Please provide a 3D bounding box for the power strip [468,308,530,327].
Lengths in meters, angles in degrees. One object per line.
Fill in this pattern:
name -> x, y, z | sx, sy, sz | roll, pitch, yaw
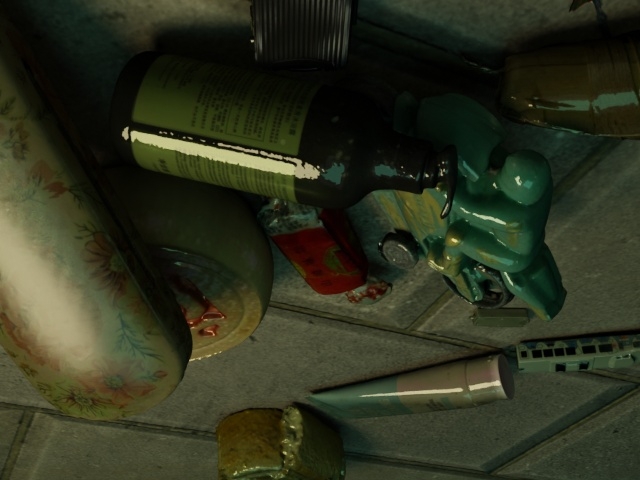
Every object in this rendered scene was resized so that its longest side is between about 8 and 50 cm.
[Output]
power strip -> 0.240, 0.104, 1.055 | 0.083, 0.017, 0.027 | 3, 143, -7

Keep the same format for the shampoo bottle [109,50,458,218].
shampoo bottle -> -0.027, -0.083, 0.648 | 0.284, 0.101, 0.101 | 13, 145, 11

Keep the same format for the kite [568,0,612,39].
kite -> 0.274, -0.229, 0.606 | 0.183, 0.010, 0.160 | -24, 140, 28

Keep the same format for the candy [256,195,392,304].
candy -> -0.001, -0.001, 0.866 | 0.086, 0.059, 0.292 | -13, 142, 20

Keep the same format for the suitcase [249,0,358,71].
suitcase -> -0.014, -0.190, 0.608 | 0.086, 0.059, 0.126 | 0, 146, -2

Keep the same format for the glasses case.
glasses case -> -0.255, -0.024, 0.664 | 0.156, 0.098, 0.425 | -20, 113, 14

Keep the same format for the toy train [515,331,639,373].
toy train -> 0.385, 0.159, 1.115 | 0.207, 0.047, 0.043 | -7, 145, 8

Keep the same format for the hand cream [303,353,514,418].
hand cream -> 0.132, 0.235, 1.192 | 0.312, 0.070, 0.111 | -18, 144, 27

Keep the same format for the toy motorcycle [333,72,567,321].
toy motorcycle -> 0.137, -0.039, 0.728 | 0.198, 0.109, 0.296 | 6, 140, 47

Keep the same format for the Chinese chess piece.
Chinese chess piece -> -0.186, 0.034, 0.861 | 0.270, 0.112, 0.270 | -2, 145, -2

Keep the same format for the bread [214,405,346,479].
bread -> -0.054, 0.377, 1.326 | 0.186, 0.124, 0.257 | -27, 139, 30

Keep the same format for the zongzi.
zongzi -> 0.235, -0.120, 0.721 | 0.189, 0.081, 0.178 | -3, 165, 19
